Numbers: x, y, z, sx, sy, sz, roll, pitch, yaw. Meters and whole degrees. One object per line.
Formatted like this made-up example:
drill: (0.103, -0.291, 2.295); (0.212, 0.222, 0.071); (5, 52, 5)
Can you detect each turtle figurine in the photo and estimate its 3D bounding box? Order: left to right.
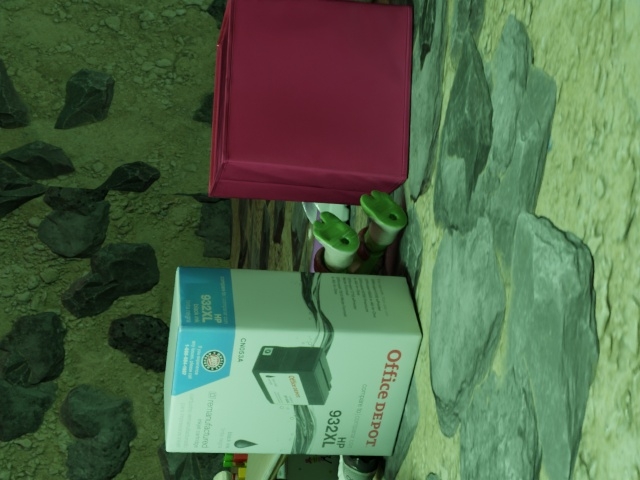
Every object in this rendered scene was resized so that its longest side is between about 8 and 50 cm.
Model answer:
turtle figurine: (0.003, 0.027, 1.746); (0.266, 0.198, 0.274); (112, 157, -49)

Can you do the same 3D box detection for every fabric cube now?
fabric cube: (-0.021, -0.195, 1.788); (0.259, 0.258, 0.254); (138, 134, -78)

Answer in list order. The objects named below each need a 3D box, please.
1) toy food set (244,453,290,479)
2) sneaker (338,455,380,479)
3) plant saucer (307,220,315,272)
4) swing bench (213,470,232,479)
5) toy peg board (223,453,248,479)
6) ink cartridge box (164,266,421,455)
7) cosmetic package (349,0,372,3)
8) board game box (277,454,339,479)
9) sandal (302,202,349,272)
toy food set: (-0.037, 0.292, 1.881); (0.219, 0.092, 0.306); (-85, 17, -50)
sneaker: (0.055, 0.274, 1.740); (0.170, 0.063, 0.075); (-92, 18, -44)
plant saucer: (0.000, 0.000, 2.314); (0.168, 0.029, 0.168); (-176, 90, -80)
swing bench: (-0.015, 0.423, 1.480); (0.165, 0.255, 0.253); (113, 159, -65)
toy peg board: (-0.132, 0.426, 2.209); (0.161, 0.079, 0.160); (104, 167, -56)
ink cartridge box: (-0.043, 0.162, 1.608); (0.129, 0.307, 0.223); (-102, 18, -53)
cosmetic package: (-0.046, -0.607, 1.886); (0.393, 0.329, 0.327); (111, 162, -65)
board game box: (-0.038, 0.363, 2.188); (0.303, 0.097, 0.224); (109, 162, -64)
sandal: (-0.008, -0.081, 2.157); (0.169, 0.102, 0.416); (115, 158, -66)
